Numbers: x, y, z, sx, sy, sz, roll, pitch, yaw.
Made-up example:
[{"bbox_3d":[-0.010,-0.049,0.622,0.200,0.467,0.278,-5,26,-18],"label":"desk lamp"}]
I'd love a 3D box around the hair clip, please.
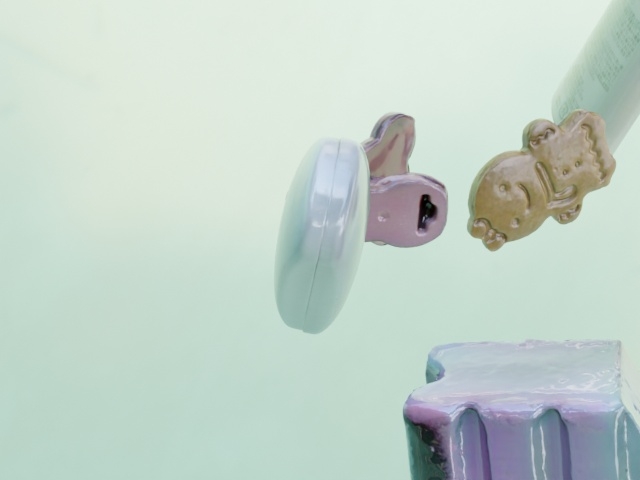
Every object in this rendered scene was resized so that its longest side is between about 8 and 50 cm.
[{"bbox_3d":[0.030,-0.038,1.488,0.138,0.123,0.102,-8,24,-12],"label":"hair clip"}]

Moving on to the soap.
[{"bbox_3d":[0.170,0.233,1.164,0.192,0.324,0.109,-2,18,16],"label":"soap"}]

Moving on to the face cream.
[{"bbox_3d":[0.388,-0.261,2.078,0.081,0.348,0.173,18,35,-15],"label":"face cream"}]

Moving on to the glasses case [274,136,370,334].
[{"bbox_3d":[0.000,0.000,1.212,0.059,0.233,0.092,10,71,-1],"label":"glasses case"}]

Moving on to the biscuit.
[{"bbox_3d":[0.238,-0.068,1.900,0.184,0.133,0.027,-19,32,-16],"label":"biscuit"}]
